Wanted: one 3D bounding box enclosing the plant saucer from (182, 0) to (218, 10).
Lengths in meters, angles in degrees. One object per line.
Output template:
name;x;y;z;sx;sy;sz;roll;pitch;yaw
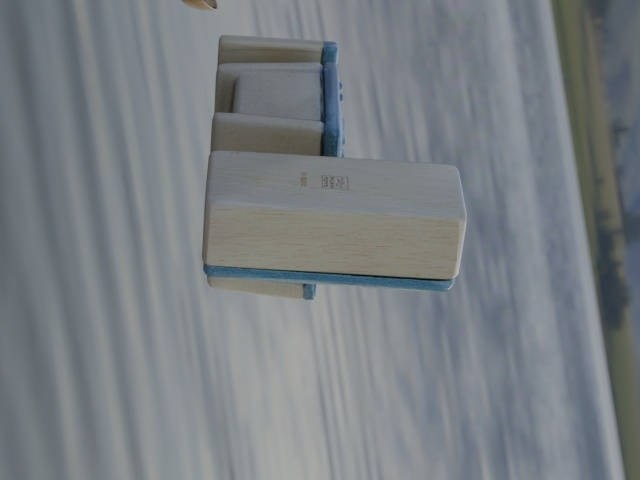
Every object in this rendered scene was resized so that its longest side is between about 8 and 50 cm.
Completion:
plant saucer;-0.106;-0.199;1.241;0.083;0.015;0.083;52;12;-15

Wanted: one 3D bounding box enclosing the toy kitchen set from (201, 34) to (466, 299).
toy kitchen set;0.000;0.000;0.900;0.207;0.122;0.166;-91;-175;-58
